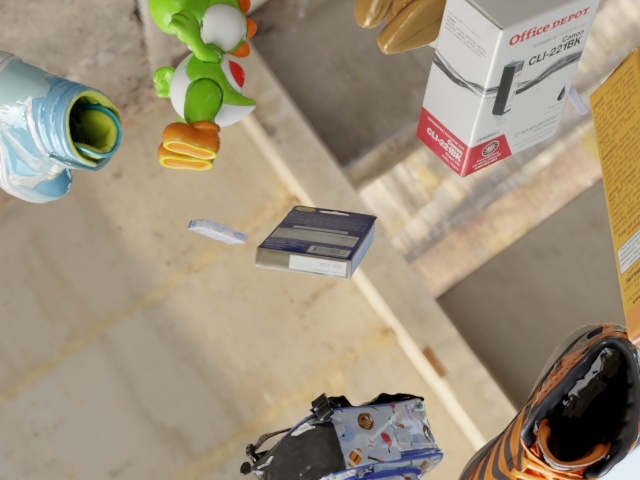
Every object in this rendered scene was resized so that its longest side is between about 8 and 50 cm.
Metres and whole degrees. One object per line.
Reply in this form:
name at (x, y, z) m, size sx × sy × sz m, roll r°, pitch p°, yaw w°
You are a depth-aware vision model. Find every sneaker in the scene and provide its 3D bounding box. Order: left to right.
sneaker at (-0.371, -0.128, 1.781) m, size 0.319 × 0.208 × 0.127 m, roll 80°, pitch 34°, yaw -62°
sneaker at (0.201, 0.218, 1.154) m, size 0.321 × 0.124 × 0.180 m, roll -64°, pitch 169°, yaw 5°

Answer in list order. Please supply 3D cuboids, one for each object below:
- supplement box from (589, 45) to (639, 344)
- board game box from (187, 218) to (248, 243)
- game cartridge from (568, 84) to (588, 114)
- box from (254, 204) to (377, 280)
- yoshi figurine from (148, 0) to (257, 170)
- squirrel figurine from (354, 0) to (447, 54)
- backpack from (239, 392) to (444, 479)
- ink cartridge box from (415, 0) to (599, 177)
supplement box at (0.271, -0.034, 0.949) m, size 0.078 × 0.234 × 0.080 m, roll 8°, pitch 146°, yaw -16°
board game box at (-0.192, -0.017, 2.298) m, size 0.090 × 0.090 × 0.020 m, roll -1°, pitch -110°, yaw 66°
game cartridge at (0.376, -0.229, 1.866) m, size 0.017 × 0.083 × 0.056 m, roll -35°, pitch -151°, yaw 7°
box at (0.000, 0.000, 1.785) m, size 0.225 × 0.136 × 0.037 m, roll -54°, pitch 150°, yaw -68°
yoshi figurine at (-0.239, -0.321, 2.171) m, size 0.203 × 0.362 × 0.203 m, roll 0°, pitch 164°, yaw 29°
squirrel figurine at (0.204, -0.541, 2.188) m, size 0.281 × 0.370 × 0.397 m, roll 4°, pitch 133°, yaw -39°
backpack at (0.057, 0.345, 1.899) m, size 0.263 × 0.213 × 0.276 m, roll -13°, pitch 163°, yaw -36°
ink cartridge box at (0.262, -0.249, 1.738) m, size 0.197 × 0.114 × 0.273 m, roll -25°, pitch 145°, yaw -28°
